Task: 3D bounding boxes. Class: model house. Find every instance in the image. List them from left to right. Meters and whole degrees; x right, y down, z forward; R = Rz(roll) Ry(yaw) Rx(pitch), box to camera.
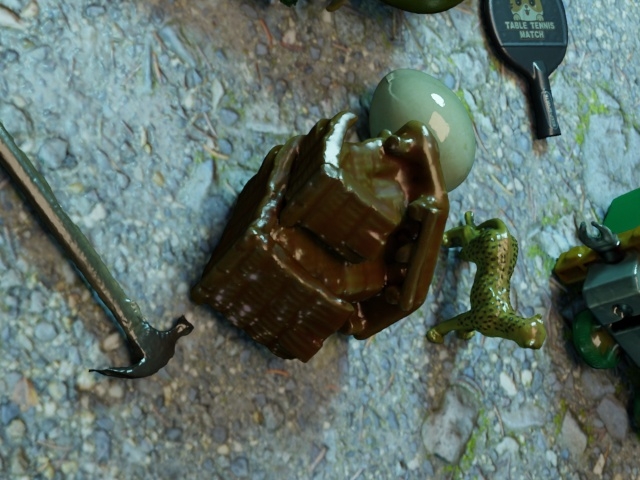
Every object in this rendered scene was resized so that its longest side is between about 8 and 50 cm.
[{"bbox_3d":[0.001,0.000,1.502,0.229,0.199,0.220,-13,77,-44],"label":"model house"}]

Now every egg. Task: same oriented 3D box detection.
[{"bbox_3d":[0.114,-0.123,1.659,0.114,0.114,0.152,-37,104,-37],"label":"egg"}]

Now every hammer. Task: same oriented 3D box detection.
[{"bbox_3d":[-0.236,0.006,1.409,0.125,0.027,0.297,-45,110,-40],"label":"hammer"}]

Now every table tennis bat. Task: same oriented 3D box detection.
[{"bbox_3d":[0.270,-0.245,1.868,0.150,0.027,0.236,-6,83,-40],"label":"table tennis bat"}]

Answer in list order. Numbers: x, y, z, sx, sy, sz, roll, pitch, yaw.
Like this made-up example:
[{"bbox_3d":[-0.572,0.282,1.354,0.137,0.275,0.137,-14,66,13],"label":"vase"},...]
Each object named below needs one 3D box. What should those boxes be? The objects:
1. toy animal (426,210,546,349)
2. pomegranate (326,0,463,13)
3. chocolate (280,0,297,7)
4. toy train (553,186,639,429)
[{"bbox_3d":[0.199,0.041,1.682,0.073,0.136,0.181,18,70,-35],"label":"toy animal"},{"bbox_3d":[0.101,-0.333,1.639,0.198,0.198,0.246,43,58,-25],"label":"pomegranate"},{"bbox_3d":[-0.133,-0.341,1.514,0.291,0.110,0.110,18,71,-33],"label":"chocolate"},{"bbox_3d":[0.470,0.096,1.879,0.429,0.178,0.249,47,45,-22],"label":"toy train"}]
